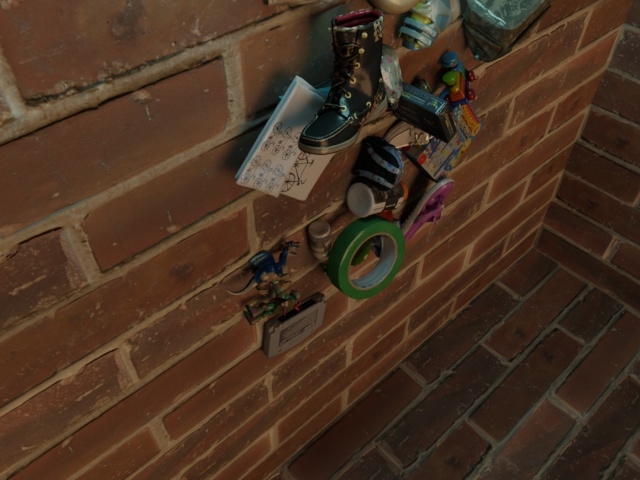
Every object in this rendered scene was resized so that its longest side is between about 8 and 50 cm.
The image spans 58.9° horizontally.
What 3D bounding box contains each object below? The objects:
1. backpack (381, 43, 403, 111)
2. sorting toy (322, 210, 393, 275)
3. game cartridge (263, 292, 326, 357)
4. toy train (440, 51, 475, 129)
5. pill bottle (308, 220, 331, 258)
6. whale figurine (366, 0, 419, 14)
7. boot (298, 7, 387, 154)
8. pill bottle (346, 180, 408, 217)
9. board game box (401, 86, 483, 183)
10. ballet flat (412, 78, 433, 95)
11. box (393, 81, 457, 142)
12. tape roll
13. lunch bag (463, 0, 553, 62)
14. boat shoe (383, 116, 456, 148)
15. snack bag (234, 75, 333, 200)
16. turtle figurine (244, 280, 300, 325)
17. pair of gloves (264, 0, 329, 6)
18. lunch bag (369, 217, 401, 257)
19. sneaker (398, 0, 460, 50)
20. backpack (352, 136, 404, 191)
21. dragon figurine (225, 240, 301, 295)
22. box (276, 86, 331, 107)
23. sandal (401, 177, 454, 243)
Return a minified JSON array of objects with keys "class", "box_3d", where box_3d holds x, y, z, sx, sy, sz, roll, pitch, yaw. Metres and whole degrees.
[{"class":"backpack","box_3d":[0.173,-0.491,1.696,0.115,0.152,0.182,-44,137,-23]},{"class":"sorting toy","box_3d":[0.126,-0.003,2.197,0.126,0.127,0.365,35,91,-36]},{"class":"game cartridge","box_3d":[-0.106,0.346,2.285,0.297,0.062,0.198,-26,146,-36]},{"class":"toy train","box_3d":[0.471,-0.529,1.983,0.143,0.105,0.248,42,48,-48]},{"class":"pill bottle","box_3d":[0.000,0.000,2.030,0.078,0.078,0.137,-37,147,-23]},{"class":"whale figurine","box_3d":[0.170,-0.727,1.462,0.216,0.141,0.272,-29,121,-15]},{"class":"boot","box_3d":[0.061,-0.409,1.454,0.377,0.138,0.284,-42,142,-39]},{"class":"pill bottle","box_3d":[0.221,-0.166,2.097,0.246,0.130,0.130,-16,134,-45]},{"class":"board game box","box_3d":[0.488,-0.405,2.242,0.302,0.086,0.308,-55,149,7]},{"class":"ballet flat","box_3d":[0.369,-0.511,2.010,0.070,0.070,0.188,-54,148,3]},{"class":"box","box_3d":[0.323,-0.427,1.854,0.059,0.233,0.183,-53,150,-4]},{"class":"tape roll","box_3d":[0.175,0.064,2.121,0.321,0.077,0.321,-19,124,-30]},{"class":"lunch bag","box_3d":[0.647,-0.787,1.948,0.305,0.212,0.256,-46,166,-7]},{"class":"boat shoe","box_3d":[0.357,-0.388,2.027,0.277,0.096,0.098,-27,150,-6]},{"class":"snack bag","box_3d":[-0.056,-0.260,1.603,0.323,0.037,0.343,-57,150,11]},{"class":"turtle figurine","box_3d":[-0.156,0.214,2.024,0.234,0.118,0.175,-28,143,-25]},{"class":"pair of gloves","box_3d":[-0.034,-0.666,1.313,0.204,0.042,0.240,-23,138,-39]},{"class":"lunch bag","box_3d":[0.268,-0.014,2.357,0.129,0.096,0.151,-40,138,-19]},{"class":"sneaker","box_3d":[0.298,-0.682,1.658,0.208,0.127,0.319,-54,149,1]},{"class":"backpack","box_3d":[0.218,-0.258,1.954,0.117,0.173,0.158,-16,134,-45]},{"class":"dragon figurine","box_3d":[-0.184,0.097,1.879,0.289,0.144,0.085,-21,144,-12]},{"class":"box","box_3d":[-0.018,-0.374,1.626,0.244,0.060,0.100,-23,140,-39]},{"class":"sandal","box_3d":[0.463,-0.103,2.431,0.169,0.102,0.416,-20,153,-42]}]
